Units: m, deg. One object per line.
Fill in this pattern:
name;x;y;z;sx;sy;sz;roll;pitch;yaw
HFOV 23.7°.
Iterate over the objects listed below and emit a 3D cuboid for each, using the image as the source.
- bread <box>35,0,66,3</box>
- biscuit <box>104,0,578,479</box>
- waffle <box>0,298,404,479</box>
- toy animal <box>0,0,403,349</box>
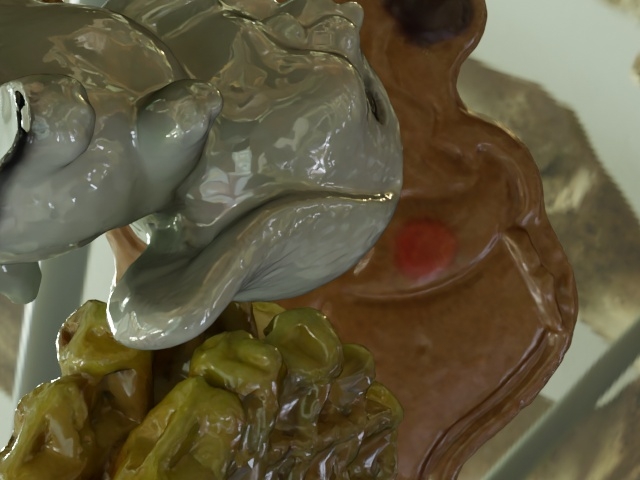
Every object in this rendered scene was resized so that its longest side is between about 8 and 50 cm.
bread;-0.265;-0.137;1.288;0.229;0.139;0.143;57;-158;-4
biscuit;0.000;0.000;1.154;0.349;0.455;0.078;-18;-169;13
waffle;-0.091;0.183;0.902;0.151;0.261;0.324;20;-100;38
toy animal;-0.088;-0.043;0.808;0.289;0.174;0.249;11;-148;-14
